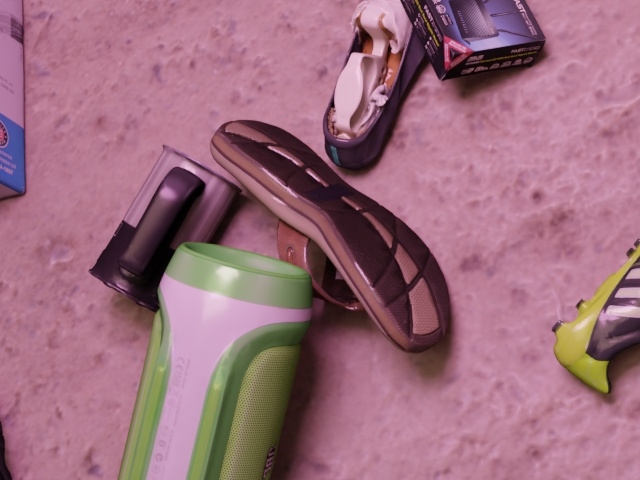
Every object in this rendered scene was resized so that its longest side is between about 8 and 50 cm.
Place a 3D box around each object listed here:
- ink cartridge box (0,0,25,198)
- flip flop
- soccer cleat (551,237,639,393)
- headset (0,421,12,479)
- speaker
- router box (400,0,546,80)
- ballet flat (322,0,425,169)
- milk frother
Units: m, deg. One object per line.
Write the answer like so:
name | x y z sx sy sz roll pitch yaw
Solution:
ink cartridge box | -0.403 -0.207 1.133 0.129 0.223 0.308 -12 70 19
flip flop | 0.000 0.000 0.982 0.277 0.112 0.080 42 118 24
soccer cleat | 0.255 0.039 0.889 0.072 0.060 0.179 44 97 13
headset | -0.396 0.265 1.012 0.243 0.185 0.394 -30 54 12
speaker | -0.093 0.157 0.921 0.131 0.131 0.297 16 96 26
router box | 0.124 -0.200 0.993 0.092 0.038 0.122 -13 65 -22
ballet flat | 0.051 -0.161 1.020 0.074 0.074 0.203 17 81 26
milk frother | -0.108 0.009 1.031 0.143 0.129 0.135 31 87 -16
